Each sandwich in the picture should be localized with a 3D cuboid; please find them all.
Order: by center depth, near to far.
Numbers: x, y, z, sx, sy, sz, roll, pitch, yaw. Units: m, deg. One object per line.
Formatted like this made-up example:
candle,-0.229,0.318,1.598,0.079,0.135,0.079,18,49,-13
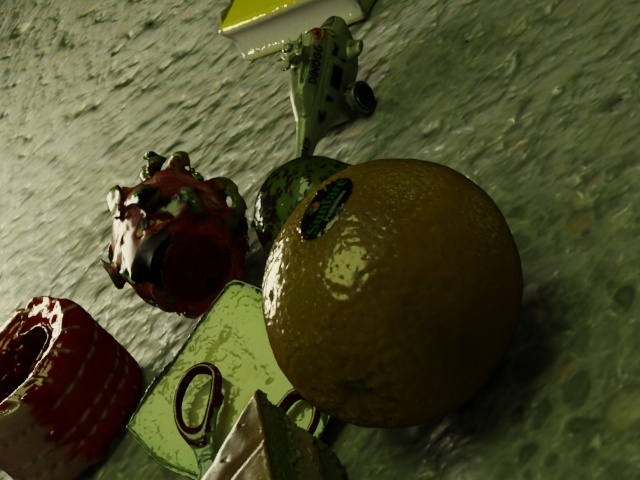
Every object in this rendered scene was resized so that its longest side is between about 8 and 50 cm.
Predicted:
sandwich,-0.071,0.248,1.511,0.187,0.117,0.144,-42,25,10

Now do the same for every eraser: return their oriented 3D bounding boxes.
eraser,-0.013,-0.318,2.234,0.226,0.069,0.158,-14,43,44

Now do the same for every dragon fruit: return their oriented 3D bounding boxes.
dragon fruit,-0.158,-0.012,1.911,0.160,0.166,0.172,-30,35,-14

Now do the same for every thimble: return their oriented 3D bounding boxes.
thimble,-0.283,0.161,1.905,0.163,0.125,0.190,-19,37,36

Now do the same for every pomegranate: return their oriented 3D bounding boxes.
pomegranate,0.006,-0.003,1.765,0.138,0.163,0.125,-6,6,30

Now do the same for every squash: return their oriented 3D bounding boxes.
squash,-0.055,0.155,1.678,0.184,0.085,0.192,29,78,32

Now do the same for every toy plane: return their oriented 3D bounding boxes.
toy plane,-0.011,-0.131,1.959,0.092,0.108,0.286,-17,51,40

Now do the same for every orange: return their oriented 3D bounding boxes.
orange,0.060,0.042,1.504,0.236,0.236,0.236,-33,30,22

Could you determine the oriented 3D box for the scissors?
scissors,-0.099,0.231,1.595,0.144,0.017,0.248,12,70,26
